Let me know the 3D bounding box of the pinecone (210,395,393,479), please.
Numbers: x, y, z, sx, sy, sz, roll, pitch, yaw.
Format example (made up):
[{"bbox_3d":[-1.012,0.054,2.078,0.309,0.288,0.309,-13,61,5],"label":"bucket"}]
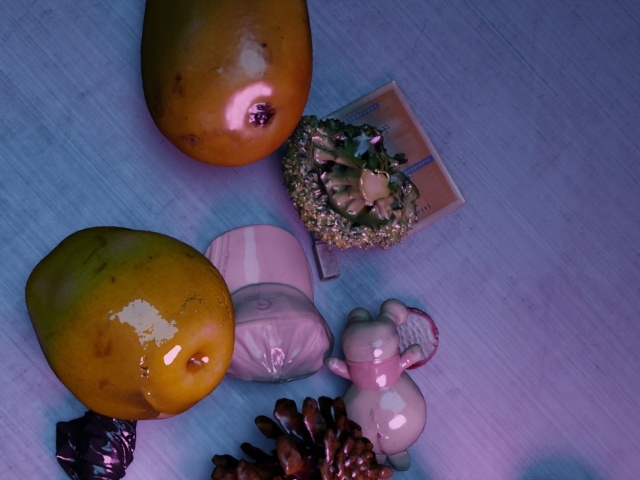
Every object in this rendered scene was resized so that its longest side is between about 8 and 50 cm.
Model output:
[{"bbox_3d":[-0.040,0.353,1.856,0.309,0.244,0.244,-20,84,16],"label":"pinecone"}]

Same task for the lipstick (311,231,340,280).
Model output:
[{"bbox_3d":[0.001,0.000,2.039,0.030,0.030,0.129,-11,77,-14],"label":"lipstick"}]

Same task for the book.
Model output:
[{"bbox_3d":[0.115,-0.127,2.092,0.170,0.018,0.241,-30,87,-15],"label":"book"}]

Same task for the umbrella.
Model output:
[{"bbox_3d":[-0.329,0.350,1.871,0.110,0.122,0.272,16,67,-53],"label":"umbrella"}]

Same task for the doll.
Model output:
[{"bbox_3d":[0.087,0.231,1.951,0.155,0.113,0.275,-4,92,13],"label":"doll"}]

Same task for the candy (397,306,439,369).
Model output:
[{"bbox_3d":[0.140,0.158,2.031,0.103,0.043,0.103,2,79,-11],"label":"candy"}]

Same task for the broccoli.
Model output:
[{"bbox_3d":[0.044,-0.094,1.975,0.198,0.226,0.176,-37,45,-26],"label":"broccoli"}]

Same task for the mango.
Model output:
[{"bbox_3d":[-0.153,-0.327,1.945,0.232,0.300,0.445,11,57,-38],"label":"mango"}]

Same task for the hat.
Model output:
[{"bbox_3d":[-0.080,0.093,1.952,0.220,0.164,0.226,-5,102,-14],"label":"hat"}]

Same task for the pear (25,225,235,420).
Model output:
[{"bbox_3d":[-0.278,0.112,1.844,0.285,0.336,0.284,-9,111,-24],"label":"pear"}]
